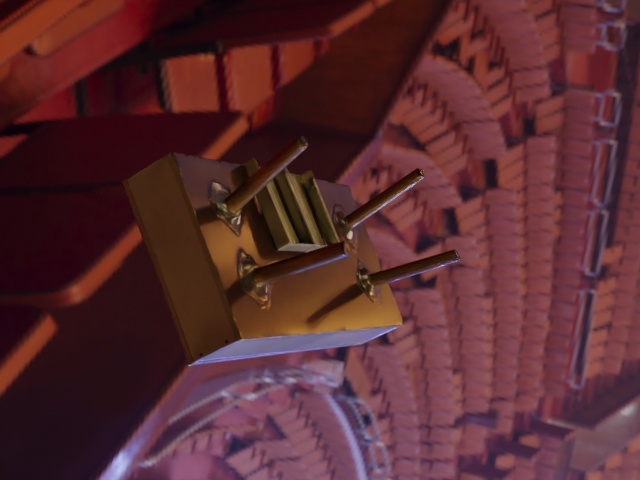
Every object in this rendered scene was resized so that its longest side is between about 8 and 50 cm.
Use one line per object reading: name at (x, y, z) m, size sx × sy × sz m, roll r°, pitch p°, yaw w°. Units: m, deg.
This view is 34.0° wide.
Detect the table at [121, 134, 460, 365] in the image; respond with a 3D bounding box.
table at (0.000, 0.000, 0.696) m, size 0.240 × 0.111 × 0.122 m, roll 4°, pitch 61°, yaw -63°
